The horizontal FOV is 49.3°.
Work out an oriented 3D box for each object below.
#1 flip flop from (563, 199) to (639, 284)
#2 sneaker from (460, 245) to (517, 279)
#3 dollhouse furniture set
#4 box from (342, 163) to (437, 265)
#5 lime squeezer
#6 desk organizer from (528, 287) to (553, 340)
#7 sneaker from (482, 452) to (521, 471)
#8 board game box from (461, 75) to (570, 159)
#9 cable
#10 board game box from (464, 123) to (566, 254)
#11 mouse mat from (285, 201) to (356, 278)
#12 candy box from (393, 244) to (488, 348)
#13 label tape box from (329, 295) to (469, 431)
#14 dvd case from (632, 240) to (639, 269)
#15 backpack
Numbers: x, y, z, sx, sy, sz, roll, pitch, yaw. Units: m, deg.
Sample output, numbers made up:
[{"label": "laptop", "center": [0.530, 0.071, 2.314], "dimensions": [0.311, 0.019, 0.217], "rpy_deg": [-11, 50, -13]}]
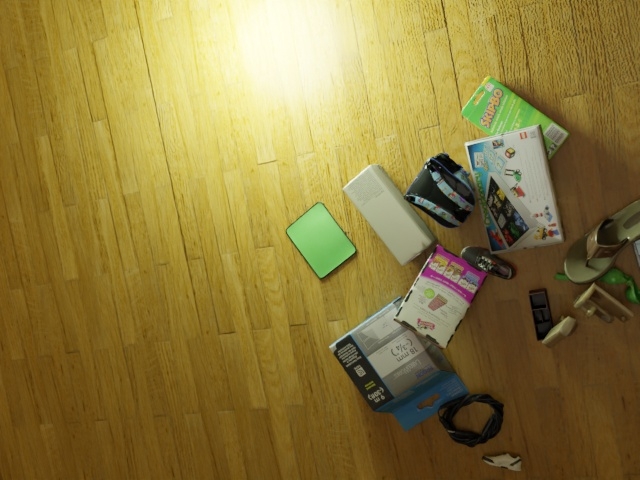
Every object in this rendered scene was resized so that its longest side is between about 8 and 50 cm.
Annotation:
[{"label": "flip flop", "center": [0.717, -0.003, 1.732], "dimensions": [0.277, 0.080, 0.112], "rpy_deg": [-42, 56, 18]}, {"label": "sneaker", "center": [0.450, 0.059, 1.867], "dimensions": [0.157, 0.065, 0.061], "rpy_deg": [22, 104, 16]}, {"label": "dollhouse furniture set", "center": [0.674, 0.223, 1.761], "dimensions": [0.123, 0.144, 0.151], "rpy_deg": [38, 69, 12]}, {"label": "box", "center": [0.194, -0.073, 1.931], "dimensions": [0.113, 0.094, 0.275], "rpy_deg": [-39, 83, 21]}, {"label": "lime squeezer", "center": [0.759, 0.139, 1.767], "dimensions": [0.310, 0.059, 0.110], "rpy_deg": [33, 107, 13]}, {"label": "desk organizer", "center": [0.584, 0.196, 1.842], "dimensions": [0.047, 0.050, 0.130], "rpy_deg": [-10, 93, 22]}, {"label": "sneaker", "center": [0.505, 0.609, 1.938], "dimensions": [0.109, 0.040, 0.044], "rpy_deg": [7, 83, 16]}, {"label": "board game box", "center": [0.504, -0.305, 1.815], "dimensions": [0.259, 0.039, 0.124], "rpy_deg": [39, 109, 9]}, {"label": "cable", "center": [0.428, 0.498, 1.938], "dimensions": [0.184, 0.047, 0.151], "rpy_deg": [-27, 94, 20]}, {"label": "board game box", "center": [0.504, -0.129, 1.806], "dimensions": [0.192, 0.053, 0.306], "rpy_deg": [-11, 99, 28]}, {"label": "mouse mat", "center": [0.000, 0.000, 2.060], "dimensions": [0.152, 0.007, 0.190], "rpy_deg": [-39, 82, 20]}, {"label": "candy box", "center": [0.320, 0.152, 1.871], "dimensions": [0.159, 0.071, 0.234], "rpy_deg": [31, 81, 7]}, {"label": "label tape box", "center": [0.222, 0.364, 1.972], "dimensions": [0.240, 0.106, 0.334], "rpy_deg": [-38, 83, 21]}, {"label": "dvd case", "center": [0.850, 0.026, 1.740], "dimensions": [0.119, 0.013, 0.087], "rpy_deg": [-16, 91, 22]}, {"label": "backpack", "center": [0.335, -0.127, 1.846], "dimensions": [0.173, 0.117, 0.158], "rpy_deg": [40, 126, 14]}]
